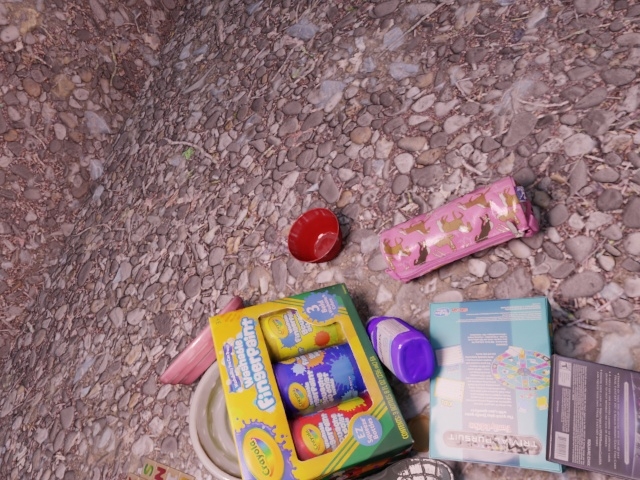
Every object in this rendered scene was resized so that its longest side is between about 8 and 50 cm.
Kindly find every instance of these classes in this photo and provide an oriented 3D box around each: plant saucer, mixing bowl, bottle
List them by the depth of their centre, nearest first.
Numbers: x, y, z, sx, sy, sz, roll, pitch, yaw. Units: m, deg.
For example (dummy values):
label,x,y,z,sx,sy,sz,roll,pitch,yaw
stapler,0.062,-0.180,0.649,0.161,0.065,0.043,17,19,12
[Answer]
label,x,y,z,sx,sy,sz,roll,pitch,yaw
plant saucer,0.243,0.456,1.134,0.083,0.015,0.083,-16,58,27
bottle,0.176,0.244,1.154,0.092,0.283,0.118,-12,97,-11
plant saucer,-0.143,0.457,1.285,0.400,0.100,0.400,-4,51,5
plant saucer,-0.338,0.313,1.455,0.084,0.332,0.332,42,94,-3
mixing bowl,0.000,0.000,1.482,0.181,0.098,0.181,-15,59,28

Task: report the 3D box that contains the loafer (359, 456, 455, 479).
label,x,y,z,sx,sy,sz,roll,pitch,yaw
loafer,0.180,0.556,1.086,0.267,0.084,0.096,-25,55,17

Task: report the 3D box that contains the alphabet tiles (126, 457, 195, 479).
label,x,y,z,sx,sy,sz,roll,pitch,yaw
alphabet tiles,-0.496,0.828,1.435,0.342,0.011,0.285,0,66,34

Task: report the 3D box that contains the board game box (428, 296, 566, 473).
label,x,y,z,sx,sy,sz,roll,pitch,yaw
board game box,0.366,0.298,1.031,0.254,0.079,0.336,-8,66,30

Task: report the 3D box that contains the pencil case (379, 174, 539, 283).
label,x,y,z,sx,sy,sz,roll,pitch,yaw
pencil case,0.342,-0.021,1.230,0.386,0.167,0.160,-24,90,22

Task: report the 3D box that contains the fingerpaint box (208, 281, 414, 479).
label,x,y,z,sx,sy,sz,roll,pitch,yaw
fingerpaint box,-0.042,0.355,1.168,0.371,0.163,0.445,-13,51,-12

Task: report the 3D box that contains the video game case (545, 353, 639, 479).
label,x,y,z,sx,sy,sz,roll,pitch,yaw
video game case,0.567,0.338,0.891,0.274,0.026,0.196,11,69,7
